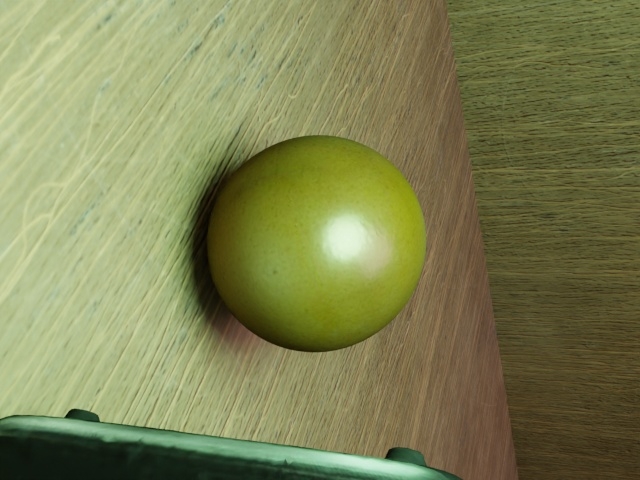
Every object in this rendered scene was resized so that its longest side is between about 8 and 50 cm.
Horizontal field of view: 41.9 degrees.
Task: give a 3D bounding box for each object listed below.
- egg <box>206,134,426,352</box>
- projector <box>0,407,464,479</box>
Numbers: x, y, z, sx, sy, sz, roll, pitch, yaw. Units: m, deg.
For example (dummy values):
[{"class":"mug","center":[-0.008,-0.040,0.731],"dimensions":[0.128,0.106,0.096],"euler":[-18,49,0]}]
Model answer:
[{"class":"egg","center":[0.000,0.000,0.992],"dimensions":[0.322,0.250,0.250],"euler":[-37,125,-76]},{"class":"projector","center":[-0.037,0.303,0.691],"dimensions":[0.405,0.395,0.242],"euler":[51,44,-57]}]
